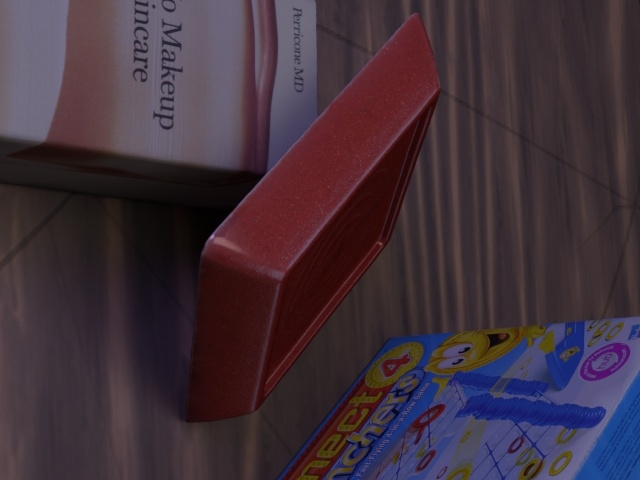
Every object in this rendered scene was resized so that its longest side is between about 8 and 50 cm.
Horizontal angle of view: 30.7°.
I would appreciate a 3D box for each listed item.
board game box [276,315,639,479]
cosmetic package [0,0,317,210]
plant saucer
[{"bbox_3d":[0.092,0.193,0.857,0.308,0.302,0.086,-48,112,-33],"label":"board game box"},{"bbox_3d":[-0.155,-0.116,0.817,0.296,0.129,0.153,5,80,-38],"label":"cosmetic package"},{"bbox_3d":[0.000,0.000,0.856,0.047,0.259,0.258,32,58,13],"label":"plant saucer"}]
